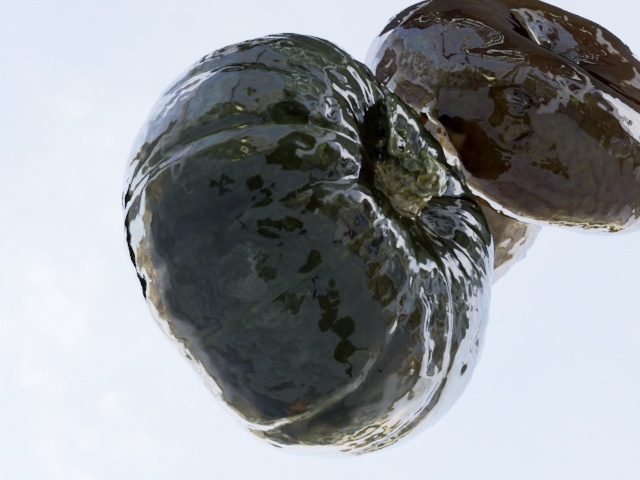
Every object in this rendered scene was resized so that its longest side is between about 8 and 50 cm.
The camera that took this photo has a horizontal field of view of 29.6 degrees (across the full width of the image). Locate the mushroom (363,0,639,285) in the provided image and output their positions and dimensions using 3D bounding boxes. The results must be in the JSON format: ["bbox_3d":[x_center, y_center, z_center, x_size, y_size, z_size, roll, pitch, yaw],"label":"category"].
[{"bbox_3d":[0.142,-0.067,0.851,0.267,0.267,0.255,18,-39,9],"label":"mushroom"}]

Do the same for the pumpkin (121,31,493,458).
[{"bbox_3d":[0.000,0.000,0.626,0.157,0.224,0.224,-31,-78,27],"label":"pumpkin"}]
